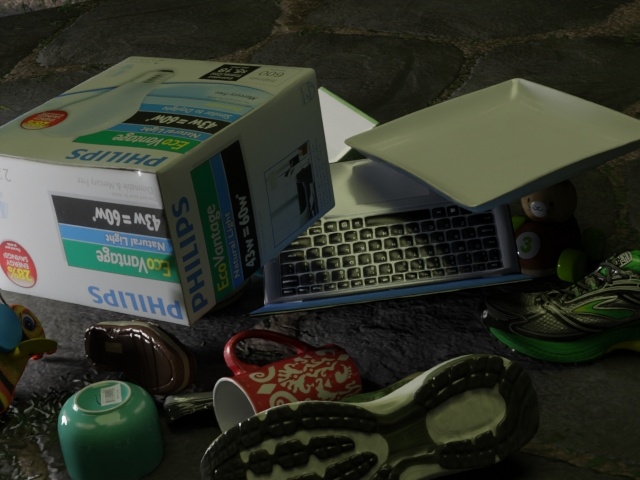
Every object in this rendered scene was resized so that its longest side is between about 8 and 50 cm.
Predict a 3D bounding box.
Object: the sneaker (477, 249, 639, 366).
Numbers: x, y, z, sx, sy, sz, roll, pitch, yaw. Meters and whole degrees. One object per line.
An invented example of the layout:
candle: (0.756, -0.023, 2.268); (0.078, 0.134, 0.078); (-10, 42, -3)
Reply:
sneaker: (0.388, 0.078, 1.777); (0.343, 0.146, 0.134); (-6, 26, 4)

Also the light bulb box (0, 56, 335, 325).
light bulb box: (-0.229, -0.085, 1.793); (0.358, 0.225, 0.361); (8, 31, 32)

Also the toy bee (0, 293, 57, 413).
toy bee: (-0.443, 0.148, 1.838); (0.195, 0.162, 0.298); (-4, 54, 41)

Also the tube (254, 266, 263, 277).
tube: (-0.128, 0.024, 2.025); (0.207, 0.052, 0.080); (24, 19, -26)

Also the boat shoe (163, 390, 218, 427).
boat shoe: (-0.138, 0.225, 1.719); (0.142, 0.049, 0.040); (-6, 57, -1)

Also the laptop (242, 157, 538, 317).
laptop: (0.089, -0.026, 1.836); (0.382, 0.236, 0.408); (-7, 55, 4)

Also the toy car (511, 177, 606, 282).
toy car: (0.347, -0.050, 1.993); (0.155, 0.188, 0.149); (12, 32, 33)

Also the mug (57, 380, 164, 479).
mug: (-0.282, 0.237, 1.659); (0.158, 0.097, 0.129); (12, 32, 31)

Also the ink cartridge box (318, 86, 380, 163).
ink cartridge box: (-0.020, -0.171, 2.427); (0.235, 0.056, 0.171); (-43, 53, -13)

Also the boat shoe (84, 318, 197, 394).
boat shoe: (-0.234, 0.151, 1.809); (0.095, 0.095, 0.257); (-7, 13, -37)

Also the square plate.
square plate: (0.267, -0.142, 1.933); (0.347, 0.049, 0.344); (-22, 29, -23)

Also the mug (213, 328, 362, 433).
mug: (-0.041, 0.186, 1.662); (0.169, 0.150, 0.113); (-19, 19, -32)

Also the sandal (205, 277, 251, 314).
sandal: (-0.259, 0.053, 2.013); (0.303, 0.086, 0.120); (5, 26, -4)

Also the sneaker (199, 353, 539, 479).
sneaker: (0.055, 0.249, 1.576); (0.410, 0.158, 0.182); (-13, -4, -8)
